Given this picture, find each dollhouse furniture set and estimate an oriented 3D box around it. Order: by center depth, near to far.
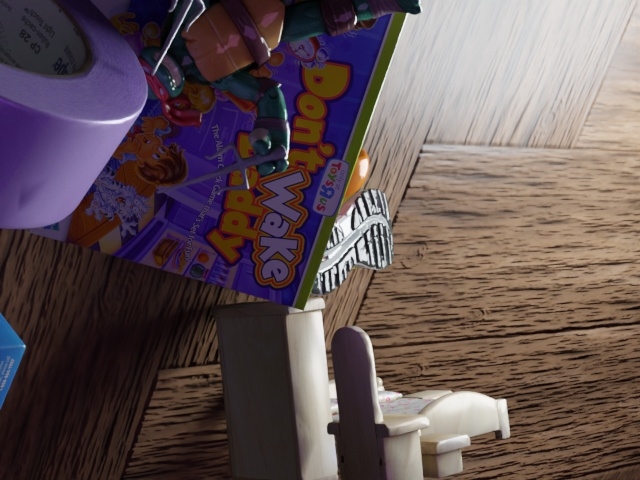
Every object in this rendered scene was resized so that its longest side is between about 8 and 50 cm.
[{"bbox_3d":[0.082,0.128,1.532,0.356,0.303,0.173,-7,92,-42],"label":"dollhouse furniture set"}]

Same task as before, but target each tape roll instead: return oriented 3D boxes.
[{"bbox_3d":[-0.248,-0.129,0.971,0.275,0.275,0.090,14,120,-48],"label":"tape roll"}]

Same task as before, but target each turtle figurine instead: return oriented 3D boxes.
[{"bbox_3d":[-0.054,-0.150,1.088,0.234,0.118,0.175,-35,128,-4],"label":"turtle figurine"}]

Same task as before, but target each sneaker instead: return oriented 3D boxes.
[{"bbox_3d":[0.000,0.000,1.486,0.208,0.094,0.081,-21,104,-57],"label":"sneaker"}]

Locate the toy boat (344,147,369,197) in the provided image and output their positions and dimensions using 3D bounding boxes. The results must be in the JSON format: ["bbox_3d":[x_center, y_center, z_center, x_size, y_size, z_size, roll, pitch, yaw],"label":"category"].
[{"bbox_3d":[-0.016,-0.089,1.333,0.151,0.151,0.231,-31,137,-24],"label":"toy boat"}]

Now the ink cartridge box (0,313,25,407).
[{"bbox_3d":[-0.364,0.117,1.203,0.231,0.078,0.134,1,125,-45],"label":"ink cartridge box"}]

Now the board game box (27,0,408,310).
[{"bbox_3d":[-0.070,-0.140,1.198,0.233,0.078,0.347,16,112,-7],"label":"board game box"}]
